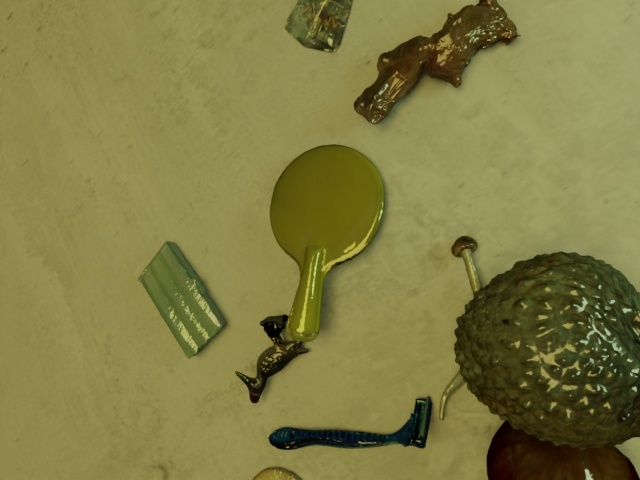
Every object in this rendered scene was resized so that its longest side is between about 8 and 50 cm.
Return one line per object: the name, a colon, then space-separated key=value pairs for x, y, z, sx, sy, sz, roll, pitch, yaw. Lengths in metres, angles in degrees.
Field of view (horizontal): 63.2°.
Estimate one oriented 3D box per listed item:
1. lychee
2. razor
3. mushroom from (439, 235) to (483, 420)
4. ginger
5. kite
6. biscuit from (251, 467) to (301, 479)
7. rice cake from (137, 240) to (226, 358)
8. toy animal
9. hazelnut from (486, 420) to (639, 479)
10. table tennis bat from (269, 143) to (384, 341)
lychee: x=0.320 y=0.146 z=0.698 sx=0.274 sy=0.255 sz=0.255 roll=-36 pitch=71 yaw=42
razor: x=0.047 y=0.349 z=0.925 sx=0.324 sy=0.093 sz=0.056 roll=-18 pitch=115 yaw=28
mushroom: x=0.238 y=0.146 z=0.851 sx=0.068 sy=0.043 sz=0.307 roll=3 pitch=90 yaw=43
ginger: x=0.184 y=-0.302 z=0.887 sx=0.290 sy=0.084 sz=0.122 roll=-30 pitch=97 yaw=18
kite: x=0.026 y=-0.486 z=0.999 sx=0.141 sy=0.015 sz=0.245 roll=34 pitch=102 yaw=21
biscuit: x=-0.080 y=0.509 z=0.992 sx=0.152 sy=0.020 sz=0.152 roll=-1 pitch=87 yaw=25
rice cake: x=-0.297 y=0.122 z=1.107 sx=0.127 sy=0.043 sz=0.237 roll=-46 pitch=70 yaw=15
toy animal: x=-0.089 y=0.223 z=0.988 sx=0.105 sy=0.070 sz=0.203 roll=29 pitch=96 yaw=5
hazelnut: x=0.333 y=0.338 z=0.740 sx=0.170 sy=0.160 sz=0.201 roll=-56 pitch=29 yaw=0
table tennis bat: x=0.000 y=0.000 z=0.951 sx=0.224 sy=0.054 sz=0.369 roll=5 pitch=80 yaw=23
